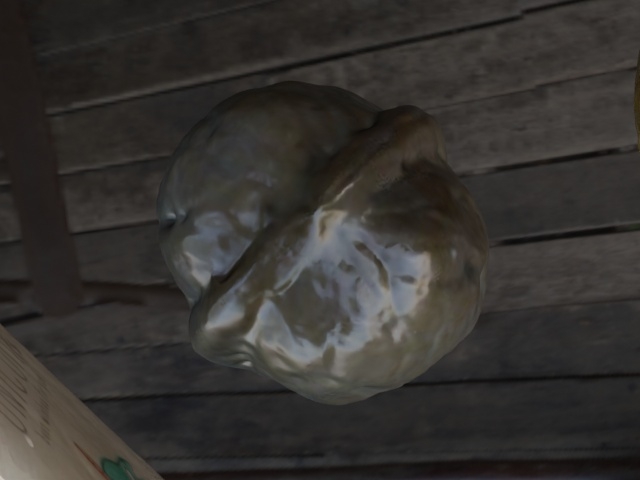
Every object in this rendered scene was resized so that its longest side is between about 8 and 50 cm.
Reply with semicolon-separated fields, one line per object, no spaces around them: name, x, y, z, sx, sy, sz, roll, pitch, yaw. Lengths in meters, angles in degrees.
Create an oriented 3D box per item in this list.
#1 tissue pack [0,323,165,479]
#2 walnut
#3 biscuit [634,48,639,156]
tissue pack;-0.128;0.115;0.612;0.071;0.170;0.325;-41;111;3
walnut;0.000;0.000;0.845;0.224;0.224;0.224;4;97;31
biscuit;0.230;-0.020;0.531;0.274;0.213;0.091;54;155;11
